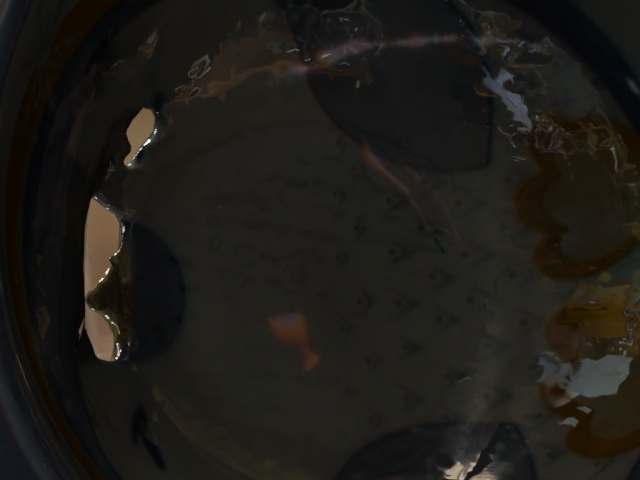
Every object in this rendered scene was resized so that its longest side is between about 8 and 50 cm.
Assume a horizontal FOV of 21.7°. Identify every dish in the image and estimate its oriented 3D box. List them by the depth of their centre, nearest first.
[{"bbox_3d":[0.000,0.000,0.387,0.228,0.086,0.236,33,-117,-9],"label":"dish"}]
